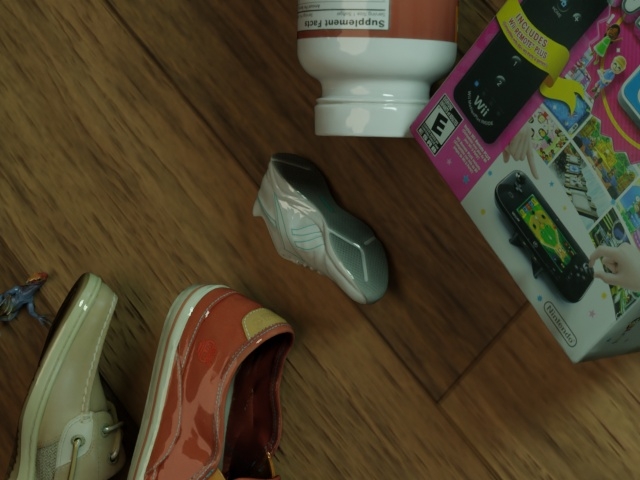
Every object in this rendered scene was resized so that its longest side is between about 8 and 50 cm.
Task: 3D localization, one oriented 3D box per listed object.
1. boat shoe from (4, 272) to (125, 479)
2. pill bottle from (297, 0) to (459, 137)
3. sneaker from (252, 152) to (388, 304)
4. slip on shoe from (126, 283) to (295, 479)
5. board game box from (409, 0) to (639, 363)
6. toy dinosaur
[{"bbox_3d":[-0.218,0.174,1.459,0.098,0.109,0.302,16,105,-7],"label":"boat shoe"},{"bbox_3d":[0.044,-0.185,1.232,0.121,0.121,0.216,4,95,35],"label":"pill bottle"},{"bbox_3d":[0.000,0.000,1.319,0.152,0.053,0.061,52,128,29],"label":"sneaker"},{"bbox_3d":[-0.089,0.204,1.353,0.101,0.123,0.331,12,95,31],"label":"slip on shoe"},{"bbox_3d":[0.221,-0.100,1.089,0.303,0.097,0.224,-52,59,34],"label":"board game box"},{"bbox_3d":[-0.287,0.051,1.531,0.082,0.047,0.090,-49,53,7],"label":"toy dinosaur"}]
